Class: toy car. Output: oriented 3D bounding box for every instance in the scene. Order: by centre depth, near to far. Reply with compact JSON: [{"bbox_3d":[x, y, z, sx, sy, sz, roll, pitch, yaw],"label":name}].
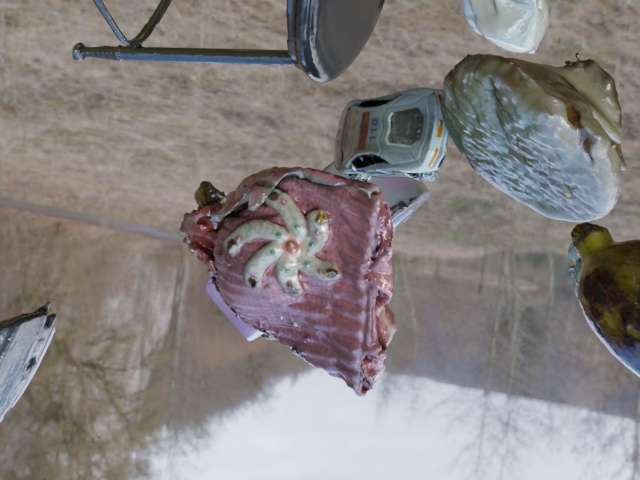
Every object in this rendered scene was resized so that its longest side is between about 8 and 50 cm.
[{"bbox_3d":[0.069,-0.114,0.912,0.056,0.095,0.205,9,179,-33],"label":"toy car"}]

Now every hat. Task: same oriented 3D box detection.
[{"bbox_3d":[-0.048,0.024,0.896,0.286,0.236,0.107,20,-154,35],"label":"hat"}]

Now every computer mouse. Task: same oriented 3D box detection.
[{"bbox_3d":[-0.344,0.156,0.845,0.071,0.231,0.126,44,173,9],"label":"computer mouse"}]

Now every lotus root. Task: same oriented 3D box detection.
[{"bbox_3d":[0.459,0.099,1.158,0.141,0.169,0.314,-30,-112,-38],"label":"lotus root"}]

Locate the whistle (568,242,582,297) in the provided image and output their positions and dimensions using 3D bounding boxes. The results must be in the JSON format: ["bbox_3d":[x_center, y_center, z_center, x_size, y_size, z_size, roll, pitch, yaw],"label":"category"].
[{"bbox_3d":[0.510,0.054,1.345,0.236,0.114,0.077,2,-159,44],"label":"whistle"}]

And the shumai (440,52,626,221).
[{"bbox_3d":[0.210,-0.109,0.751,0.201,0.120,0.201,42,169,10],"label":"shumai"}]

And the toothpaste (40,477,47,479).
[{"bbox_3d":[-0.393,0.498,1.286,0.065,0.266,0.050,-27,-172,-13],"label":"toothpaste"}]

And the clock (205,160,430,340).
[{"bbox_3d":[0.000,0.000,1.162,0.102,0.338,0.338,51,-175,6],"label":"clock"}]

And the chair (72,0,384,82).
[{"bbox_3d":[-0.125,-0.402,1.065,0.410,0.362,0.364,23,164,14],"label":"chair"}]

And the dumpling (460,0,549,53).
[{"bbox_3d":[0.364,-0.450,1.677,0.179,0.131,0.252,15,175,22],"label":"dumpling"}]

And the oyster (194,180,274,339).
[{"bbox_3d":[-0.129,0.031,1.496,0.129,0.345,0.078,-35,159,-1],"label":"oyster"}]
